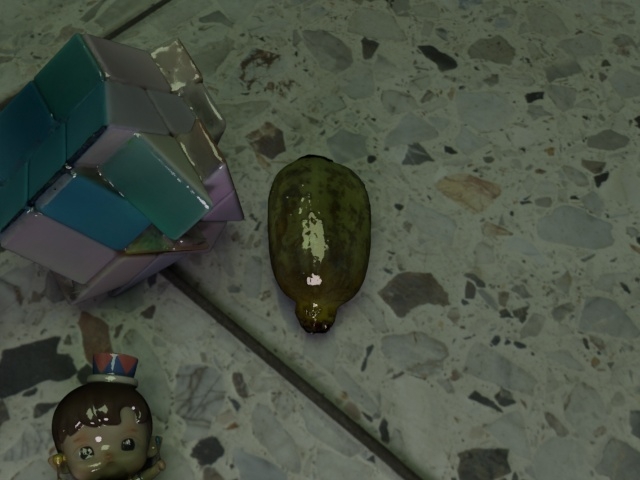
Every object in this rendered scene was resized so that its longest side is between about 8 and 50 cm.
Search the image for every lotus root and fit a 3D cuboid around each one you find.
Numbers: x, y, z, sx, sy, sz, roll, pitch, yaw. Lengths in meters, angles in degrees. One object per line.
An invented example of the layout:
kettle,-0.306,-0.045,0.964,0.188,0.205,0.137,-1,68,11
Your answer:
lotus root,0.000,0.000,1.512,0.173,0.173,0.309,-1,64,-5

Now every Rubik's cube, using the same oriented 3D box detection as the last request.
Rubik's cube,-0.317,-0.105,1.430,0.387,0.368,0.358,-37,73,24

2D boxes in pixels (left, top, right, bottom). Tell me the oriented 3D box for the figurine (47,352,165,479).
figurine,-0.296,0.289,1.288,0.161,0.158,0.275,-8,58,-21
